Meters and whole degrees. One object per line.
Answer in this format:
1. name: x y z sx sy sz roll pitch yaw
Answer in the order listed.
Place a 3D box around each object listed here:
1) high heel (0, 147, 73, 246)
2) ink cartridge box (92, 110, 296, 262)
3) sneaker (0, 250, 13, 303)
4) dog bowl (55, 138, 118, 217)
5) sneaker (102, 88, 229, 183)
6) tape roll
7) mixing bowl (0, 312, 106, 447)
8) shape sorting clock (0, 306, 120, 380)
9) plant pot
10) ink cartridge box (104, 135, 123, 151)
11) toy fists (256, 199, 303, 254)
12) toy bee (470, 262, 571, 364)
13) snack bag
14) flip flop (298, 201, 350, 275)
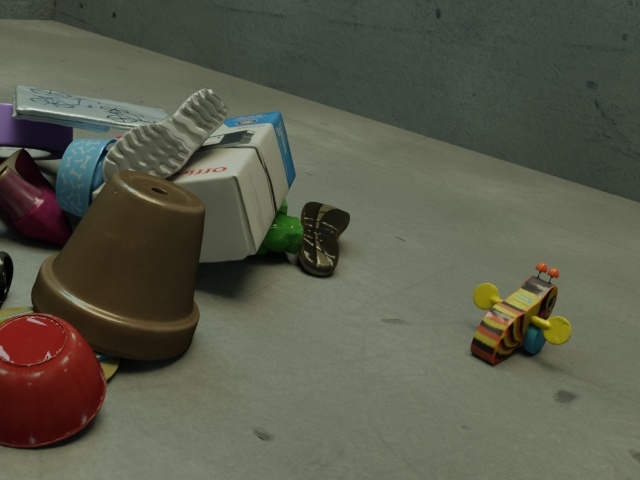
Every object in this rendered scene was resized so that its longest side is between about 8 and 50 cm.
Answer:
1. high heel: -0.593 -0.079 1.667 0.181 0.127 0.377 48 -3 -21
2. ink cartridge box: -0.233 -0.110 1.624 0.286 0.166 0.395 -6 24 12
3. sneaker: -0.561 0.065 1.211 0.147 0.104 0.295 9 15 4
4. dog bowl: -0.435 -0.111 1.597 0.074 0.165 0.297 13 -5 2
5. sneaker: -0.280 -0.162 1.477 0.105 0.115 0.281 50 53 0
6. tape roll: -0.697 -0.239 1.825 0.275 0.090 0.275 0 -1 0
7. mixing bowl: -0.364 0.157 1.027 0.182 0.098 0.181 6 39 -5
8. shape sorting clock: -0.392 0.155 1.170 0.206 0.040 0.206 21 17 -7
9. plant pot: -0.284 0.023 1.263 0.263 0.229 0.263 23 13 -5
10. ink cartridge box: -0.420 -0.227 2.168 0.371 0.069 0.176 19 21 24
11. toy fists: -0.141 -0.041 1.789 0.142 0.096 0.279 12 18 -20
12. toy bee: 0.392 0.124 1.576 0.195 0.162 0.298 17 20 16
13. snack bag: -0.460 -0.262 1.696 0.343 0.037 0.323 6 15 -23
14. flip flop: 0.000 0.000 1.804 0.112 0.080 0.277 16 35 -5
